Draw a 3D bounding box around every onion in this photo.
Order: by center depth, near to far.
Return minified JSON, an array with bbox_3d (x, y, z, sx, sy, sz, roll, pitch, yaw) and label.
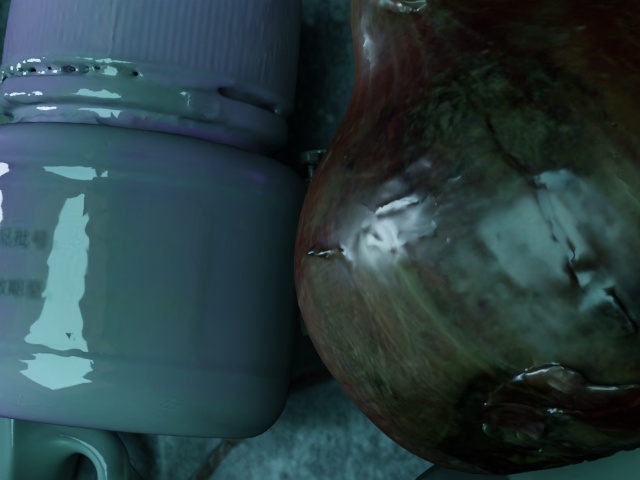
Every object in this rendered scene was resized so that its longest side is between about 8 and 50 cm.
[{"bbox_3d":[0.154,-0.016,0.817,0.353,0.353,0.354,2,94,28],"label":"onion"}]

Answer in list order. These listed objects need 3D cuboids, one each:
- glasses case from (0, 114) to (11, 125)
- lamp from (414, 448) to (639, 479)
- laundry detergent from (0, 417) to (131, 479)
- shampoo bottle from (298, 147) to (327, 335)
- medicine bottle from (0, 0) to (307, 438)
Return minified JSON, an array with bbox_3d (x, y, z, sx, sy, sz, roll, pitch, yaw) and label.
[{"bbox_3d":[-0.263,-0.105,1.203,0.032,0.021,0.083,-5,90,29],"label":"glasses case"},{"bbox_3d":[0.174,0.188,0.902,0.314,0.182,0.182,-38,76,23],"label":"lamp"},{"bbox_3d":[-0.256,0.172,1.171,0.280,0.105,0.215,-48,72,19],"label":"laundry detergent"},{"bbox_3d":[0.000,0.000,1.065,0.049,0.034,0.141,-10,86,33],"label":"shampoo bottle"},{"bbox_3d":[-0.134,-0.030,1.006,0.256,0.256,0.325,3,83,28],"label":"medicine bottle"}]
